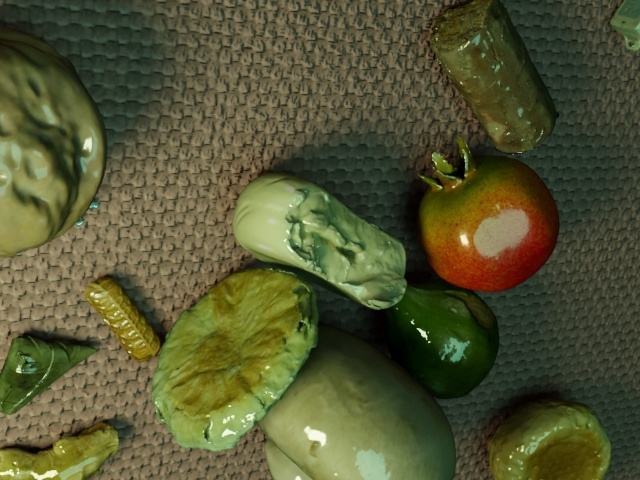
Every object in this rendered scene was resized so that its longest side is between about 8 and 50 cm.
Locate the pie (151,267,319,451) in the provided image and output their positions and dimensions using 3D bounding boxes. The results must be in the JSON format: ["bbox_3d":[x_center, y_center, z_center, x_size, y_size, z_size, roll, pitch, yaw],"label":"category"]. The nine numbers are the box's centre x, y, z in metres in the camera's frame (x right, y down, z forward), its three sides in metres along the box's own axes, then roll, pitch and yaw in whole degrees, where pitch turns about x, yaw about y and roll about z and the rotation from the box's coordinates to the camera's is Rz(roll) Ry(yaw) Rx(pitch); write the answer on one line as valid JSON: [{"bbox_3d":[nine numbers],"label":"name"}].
[{"bbox_3d":[-0.121,0.157,1.405,0.306,0.306,0.071,-43,128,-4],"label":"pie"}]

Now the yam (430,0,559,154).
[{"bbox_3d":[0.265,-0.256,1.518,0.128,0.129,0.238,-43,125,-7],"label":"yam"}]

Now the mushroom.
[{"bbox_3d":[0.022,0.300,1.500,0.362,0.362,0.295,36,93,-34],"label":"mushroom"}]

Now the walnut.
[{"bbox_3d":[-0.375,-0.112,1.185,0.226,0.273,0.273,-19,119,-15],"label":"walnut"}]

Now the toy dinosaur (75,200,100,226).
[{"bbox_3d":[-0.351,-0.053,1.349,0.080,0.045,0.197,43,82,-21],"label":"toy dinosaur"}]

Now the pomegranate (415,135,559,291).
[{"bbox_3d":[0.253,-0.043,1.564,0.221,0.221,0.257,-35,112,-9],"label":"pomegranate"}]

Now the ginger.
[{"bbox_3d":[-0.395,0.348,1.481,0.205,0.081,0.115,-13,85,-12],"label":"ginger"}]

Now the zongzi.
[{"bbox_3d":[-0.405,0.213,1.436,0.130,0.062,0.154,10,113,-42],"label":"zongzi"}]

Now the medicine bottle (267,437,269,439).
[{"bbox_3d":[-0.043,0.393,1.690,0.057,0.057,0.199,-23,121,-16],"label":"medicine bottle"}]

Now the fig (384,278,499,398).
[{"bbox_3d":[0.176,0.142,1.619,0.244,0.195,0.195,34,94,-22],"label":"fig"}]

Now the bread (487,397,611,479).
[{"bbox_3d":[0.429,0.403,1.890,0.244,0.134,0.245,-10,118,-20],"label":"bread"}]

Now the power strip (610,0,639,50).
[{"bbox_3d":[0.572,-0.439,1.623,0.052,0.078,0.272,30,97,-31],"label":"power strip"}]

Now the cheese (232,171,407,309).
[{"bbox_3d":[0.000,0.000,1.444,0.266,0.233,0.127,28,87,-35],"label":"cheese"}]

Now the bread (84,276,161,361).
[{"bbox_3d":[-0.287,0.116,1.453,0.052,0.044,0.157,-35,122,-6],"label":"bread"}]
